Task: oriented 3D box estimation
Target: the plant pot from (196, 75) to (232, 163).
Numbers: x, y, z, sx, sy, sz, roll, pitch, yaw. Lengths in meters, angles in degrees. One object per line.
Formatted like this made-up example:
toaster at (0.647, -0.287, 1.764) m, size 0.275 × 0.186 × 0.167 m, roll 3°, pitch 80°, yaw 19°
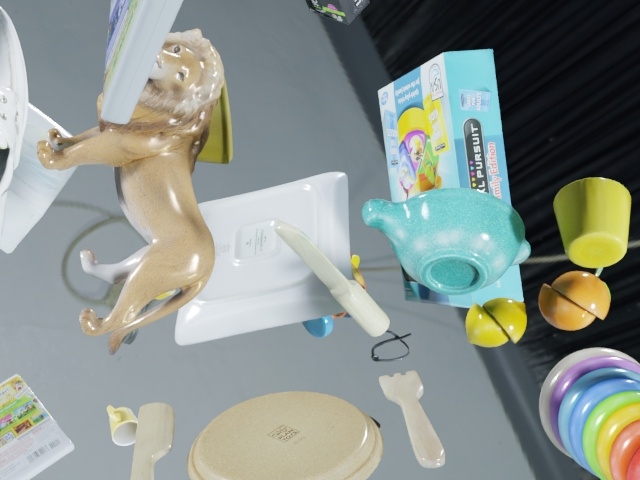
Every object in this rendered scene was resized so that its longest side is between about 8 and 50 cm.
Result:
plant pot at (-0.282, -0.266, 1.779) m, size 0.212 × 0.212 × 0.187 m, roll 6°, pitch 99°, yaw -4°

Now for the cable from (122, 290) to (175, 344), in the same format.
cable at (-0.386, 0.110, 1.872) m, size 0.072 × 0.287 × 0.139 m, roll 11°, pitch 48°, yaw -43°

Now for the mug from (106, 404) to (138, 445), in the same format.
mug at (-0.398, 0.365, 1.748) m, size 0.062 × 0.078 × 0.064 m, roll -9°, pitch 32°, yaw -23°

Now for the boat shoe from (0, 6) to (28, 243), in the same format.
boat shoe at (-0.306, -0.096, 0.760) m, size 0.098 × 0.096 × 0.277 m, roll 2°, pitch 80°, yaw -23°

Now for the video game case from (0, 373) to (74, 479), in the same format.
video game case at (-0.627, 0.389, 1.658) m, size 0.227 × 0.026 × 0.206 m, roll -33°, pitch 62°, yaw -30°

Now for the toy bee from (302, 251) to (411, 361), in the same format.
toy bee at (0.025, 0.079, 1.497) m, size 0.195 × 0.298 × 0.162 m, roll -48°, pitch 136°, yaw -52°

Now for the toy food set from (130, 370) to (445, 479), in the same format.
toy food set at (-0.021, 0.136, 0.549) m, size 0.192 × 0.132 × 0.038 m, roll -7°, pitch 109°, yaw -3°

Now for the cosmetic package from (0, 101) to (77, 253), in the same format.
cosmetic package at (-0.579, -0.142, 1.564) m, size 0.224 × 0.138 × 0.225 m, roll 39°, pitch 33°, yaw -18°

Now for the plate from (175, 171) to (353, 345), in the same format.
plate at (-0.091, 0.012, 1.312) m, size 0.045 × 0.278 × 0.277 m, roll 63°, pitch 20°, yaw -47°

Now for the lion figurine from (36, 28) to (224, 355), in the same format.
lion figurine at (-0.211, -0.056, 1.098) m, size 0.240 × 0.142 × 0.392 m, roll -12°, pitch 105°, yaw -2°

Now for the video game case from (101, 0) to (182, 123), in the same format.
video game case at (-0.108, -0.207, 0.563) m, size 0.023 × 0.212 × 0.193 m, roll 8°, pitch 69°, yaw -22°

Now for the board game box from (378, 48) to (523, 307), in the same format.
board game box at (0.178, -0.078, 1.243) m, size 0.079 × 0.254 × 0.336 m, roll -7°, pitch 90°, yaw -15°

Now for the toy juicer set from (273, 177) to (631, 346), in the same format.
toy juicer set at (0.138, 0.024, 0.877) m, size 0.329 × 0.209 × 0.089 m, roll -2°, pitch 50°, yaw 13°

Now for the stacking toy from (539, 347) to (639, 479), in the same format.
stacking toy at (0.324, 0.205, 0.890) m, size 0.141 × 0.330 × 0.141 m, roll 0°, pitch 92°, yaw 4°

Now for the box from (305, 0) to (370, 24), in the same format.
box at (0.019, -0.359, 1.246) m, size 0.052 × 0.083 × 0.062 m, roll -48°, pitch 140°, yaw -14°
